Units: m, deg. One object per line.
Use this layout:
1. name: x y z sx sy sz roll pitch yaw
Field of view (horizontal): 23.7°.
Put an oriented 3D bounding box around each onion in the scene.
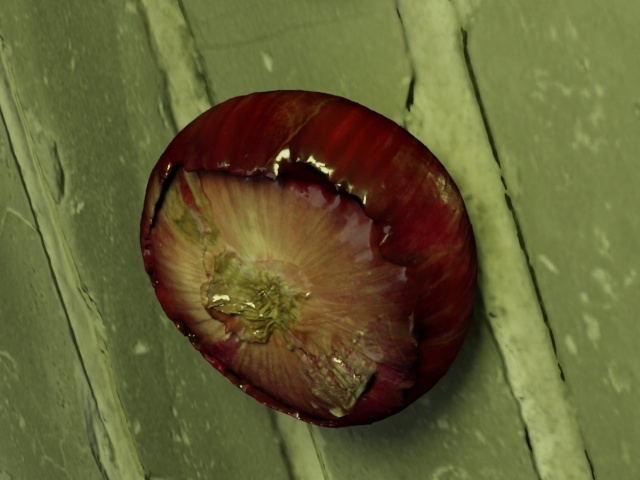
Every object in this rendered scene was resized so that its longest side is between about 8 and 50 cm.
1. onion: -0.002 0.008 1.000 0.248 0.161 0.248 33 139 34
